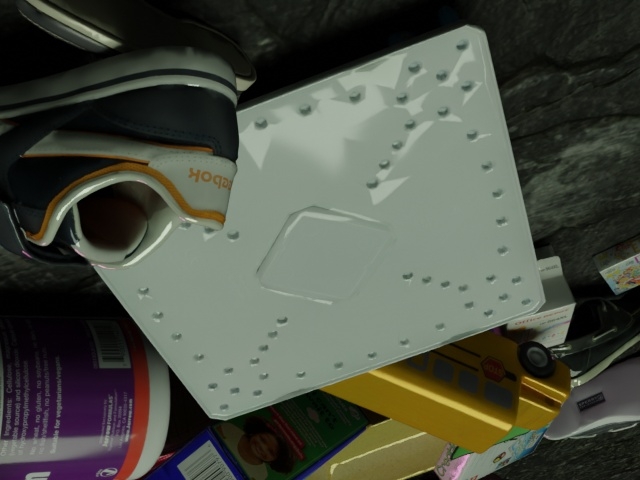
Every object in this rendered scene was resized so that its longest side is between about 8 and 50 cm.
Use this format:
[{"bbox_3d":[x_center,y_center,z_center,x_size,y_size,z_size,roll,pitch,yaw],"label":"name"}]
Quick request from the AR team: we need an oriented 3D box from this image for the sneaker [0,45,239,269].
[{"bbox_3d":[-0.205,-0.040,0.679,0.321,0.128,0.126,-11,167,27],"label":"sneaker"}]

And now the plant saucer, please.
[{"bbox_3d":[0.093,0.322,1.546,0.332,0.081,0.333,-22,149,9],"label":"plant saucer"}]

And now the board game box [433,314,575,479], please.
[{"bbox_3d":[0.304,0.251,1.452,0.192,0.053,0.305,-15,139,-34],"label":"board game box"}]

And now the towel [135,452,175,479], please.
[{"bbox_3d":[-0.294,0.330,1.413,0.198,0.031,0.275,-28,148,19],"label":"towel"}]

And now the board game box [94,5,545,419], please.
[{"bbox_3d":[0.000,0.000,0.910,0.389,0.050,0.390,-20,136,5],"label":"board game box"}]

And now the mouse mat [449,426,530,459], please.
[{"bbox_3d":[0.281,0.253,1.376,0.189,0.007,0.153,-8,135,-39],"label":"mouse mat"}]

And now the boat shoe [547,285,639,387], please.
[{"bbox_3d":[0.404,0.116,1.329,0.233,0.079,0.084,-31,-170,-25],"label":"boat shoe"}]

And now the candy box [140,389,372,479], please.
[{"bbox_3d":[-0.116,0.311,1.245,0.268,0.122,0.317,-41,170,25],"label":"candy box"}]

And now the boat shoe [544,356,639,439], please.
[{"bbox_3d":[0.537,0.292,1.694,0.301,0.108,0.102,-30,150,29],"label":"boat shoe"}]

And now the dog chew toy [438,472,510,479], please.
[{"bbox_3d":[0.267,0.604,1.993,0.331,0.207,0.206,-32,148,9],"label":"dog chew toy"}]

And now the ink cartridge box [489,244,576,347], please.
[{"bbox_3d":[0.266,0.078,1.220,0.092,0.090,0.143,-16,150,-2],"label":"ink cartridge box"}]

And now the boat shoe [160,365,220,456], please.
[{"bbox_3d":[-0.233,0.234,1.223,0.285,0.105,0.089,-19,159,10],"label":"boat shoe"}]

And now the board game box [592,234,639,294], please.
[{"bbox_3d":[0.457,0.016,1.277,0.154,0.026,0.103,-28,148,18],"label":"board game box"}]

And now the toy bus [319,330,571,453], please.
[{"bbox_3d":[0.137,0.159,1.155,0.332,0.130,0.108,24,140,-8],"label":"toy bus"}]

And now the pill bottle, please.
[{"bbox_3d":[-0.331,0.167,0.974,0.322,0.182,0.181,4,144,-31],"label":"pill bottle"}]

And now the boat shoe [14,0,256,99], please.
[{"bbox_3d":[-0.137,-0.135,0.682,0.065,0.075,0.206,-40,148,28],"label":"boat shoe"}]
